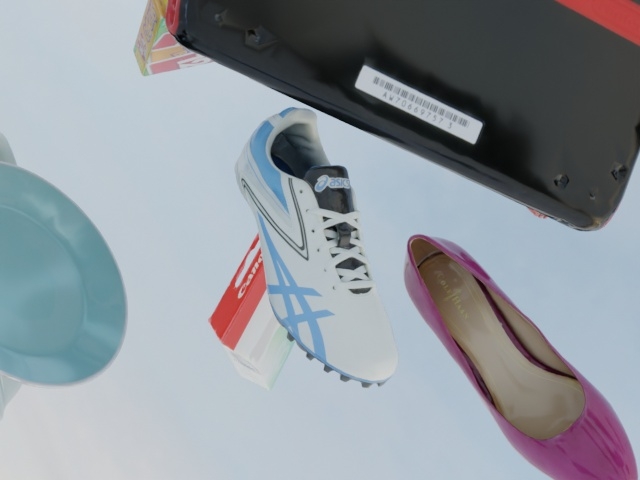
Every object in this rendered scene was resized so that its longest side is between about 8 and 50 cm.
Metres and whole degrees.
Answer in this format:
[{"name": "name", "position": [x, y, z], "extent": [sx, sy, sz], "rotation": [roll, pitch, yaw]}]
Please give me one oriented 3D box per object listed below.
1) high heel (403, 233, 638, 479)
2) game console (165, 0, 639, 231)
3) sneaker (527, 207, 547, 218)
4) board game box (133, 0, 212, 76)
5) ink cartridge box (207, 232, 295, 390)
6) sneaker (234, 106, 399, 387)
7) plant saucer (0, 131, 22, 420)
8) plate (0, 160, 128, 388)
[{"name": "high heel", "position": [0.223, 0.149, 1.229], "extent": [0.377, 0.127, 0.181], "rotation": [47, 1, 33]}, {"name": "game console", "position": [0.116, -0.228, 0.783], "extent": [0.342, 0.386, 0.060], "rotation": [-68, -163, -2]}, {"name": "sneaker", "position": [0.344, -0.116, 1.494], "extent": [0.092, 0.225, 0.088], "rotation": [35, -37, 8]}, {"name": "board game box", "position": [-0.025, -0.201, 0.892], "extent": [0.039, 0.259, 0.124], "rotation": [69, -20, 6]}, {"name": "ink cartridge box", "position": [-0.052, 0.062, 1.227], "extent": [0.056, 0.181, 0.225], "rotation": [24, -18, 11]}, {"name": "sneaker", "position": [0.000, 0.000, 0.790], "extent": [0.086, 0.085, 0.237], "rotation": [-51, -128, 42]}, {"name": "plant saucer", "position": [-0.369, -0.005, 1.128], "extent": [0.400, 0.100, 0.401], "rotation": [165, -90, -70]}, {"name": "plate", "position": [-0.221, 0.026, 0.765], "extent": [0.024, 0.188, 0.188], "rotation": [-32, -103, 30]}]
